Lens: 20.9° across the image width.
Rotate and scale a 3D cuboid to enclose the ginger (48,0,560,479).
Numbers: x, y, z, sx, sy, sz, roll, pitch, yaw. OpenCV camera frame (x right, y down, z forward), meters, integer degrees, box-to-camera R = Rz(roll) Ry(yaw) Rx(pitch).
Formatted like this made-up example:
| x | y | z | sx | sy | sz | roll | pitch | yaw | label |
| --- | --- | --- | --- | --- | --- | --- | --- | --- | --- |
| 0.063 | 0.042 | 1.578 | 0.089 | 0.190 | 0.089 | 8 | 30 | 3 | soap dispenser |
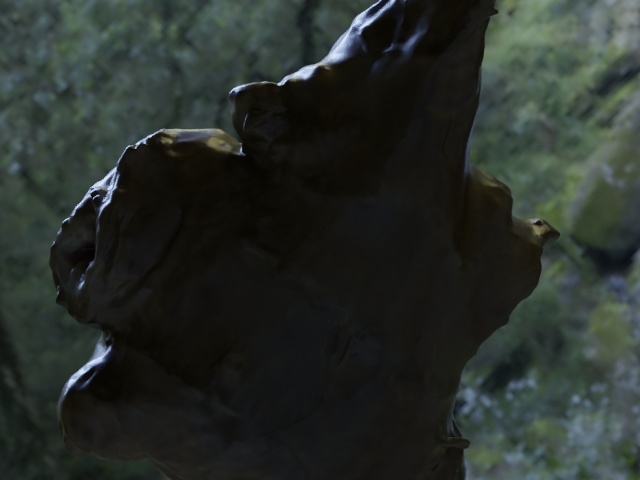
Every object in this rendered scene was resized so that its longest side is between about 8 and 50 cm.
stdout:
| x | y | z | sx | sy | sz | roll | pitch | yaw | label |
| --- | --- | --- | --- | --- | --- | --- | --- | --- | --- |
| 0.000 | 0.000 | 0.734 | 0.123 | 0.219 | 0.270 | -147 | 69 | -69 | ginger |
